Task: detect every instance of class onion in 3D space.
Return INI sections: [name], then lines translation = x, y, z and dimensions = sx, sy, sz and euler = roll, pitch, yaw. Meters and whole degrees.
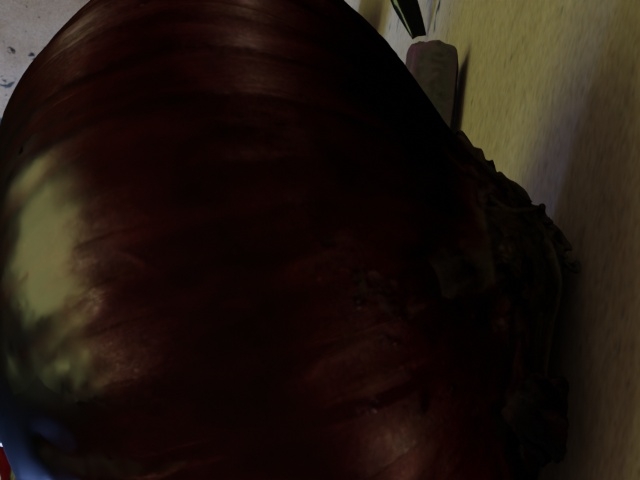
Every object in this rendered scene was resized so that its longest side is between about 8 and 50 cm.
[onion]
translation = -0.046, 0.039, 0.568
dimensions = 0.273, 0.285, 0.273
euler = -20, -90, -74

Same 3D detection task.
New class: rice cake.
[rice cake]
translation = 0.053, -0.014, 0.863
dimensions = 0.047, 0.036, 0.207
euler = 80, -163, -74

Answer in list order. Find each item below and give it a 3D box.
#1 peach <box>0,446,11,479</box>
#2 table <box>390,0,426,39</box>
[peach]
translation = -0.113, 0.159, 1.092
dimensions = 0.249, 0.245, 0.275
euler = -62, -3, -17
[table]
translation = -0.017, -0.307, 1.009
dimensions = 0.317, 0.317, 0.249
euler = 106, 157, -57
